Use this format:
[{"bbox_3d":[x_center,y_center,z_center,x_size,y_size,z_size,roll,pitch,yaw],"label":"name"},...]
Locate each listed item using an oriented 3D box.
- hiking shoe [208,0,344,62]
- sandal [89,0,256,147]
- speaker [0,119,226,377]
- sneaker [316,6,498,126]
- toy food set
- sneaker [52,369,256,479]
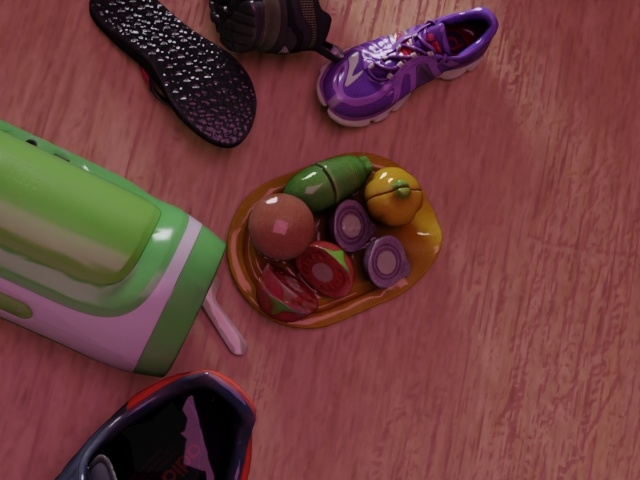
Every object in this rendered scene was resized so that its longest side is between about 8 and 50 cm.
[{"bbox_3d":[-0.035,-0.252,0.928,0.114,0.086,0.226,7,72,-33],"label":"hiking shoe"},{"bbox_3d":[-0.116,-0.141,0.900,0.067,0.040,0.179,-38,74,-23],"label":"sandal"},{"bbox_3d":[-0.223,-0.012,0.796,0.296,0.131,0.131,25,73,-7],"label":"speaker"},{"bbox_3d":[0.072,-0.154,0.926,0.170,0.071,0.068,-30,86,-17],"label":"sneaker"},{"bbox_3d":[0.000,0.000,0.874,0.218,0.071,0.128,-24,84,-17],"label":"toy food set"},{"bbox_3d":[-0.154,0.220,0.712,0.131,0.148,0.350,35,59,-7],"label":"sneaker"}]
